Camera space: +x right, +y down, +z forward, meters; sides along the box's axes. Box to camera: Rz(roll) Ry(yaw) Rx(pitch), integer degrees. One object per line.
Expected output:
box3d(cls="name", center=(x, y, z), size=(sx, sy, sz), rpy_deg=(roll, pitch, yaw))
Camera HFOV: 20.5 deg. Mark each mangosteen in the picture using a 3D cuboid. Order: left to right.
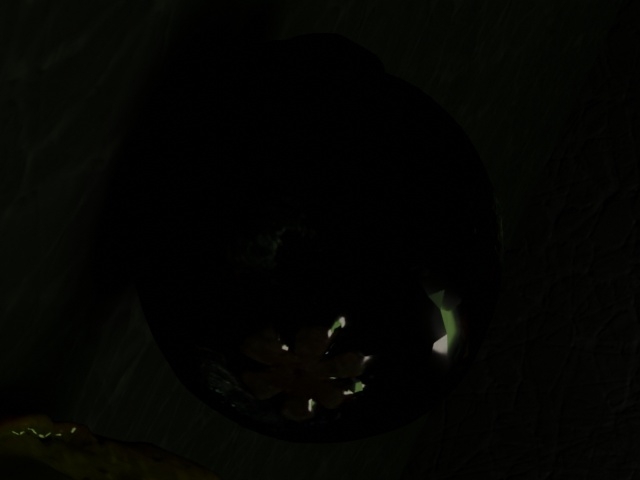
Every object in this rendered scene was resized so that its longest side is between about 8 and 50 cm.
box3d(cls="mangosteen", center=(0.000, 0.000, 1.012), size=(0.243, 0.243, 0.243), rpy_deg=(-58, 166, -22))

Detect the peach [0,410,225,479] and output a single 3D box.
box3d(cls="peach", center=(-0.110, 0.213, 0.875), size=(0.281, 0.281, 0.338), rpy_deg=(-58, 161, -23))
